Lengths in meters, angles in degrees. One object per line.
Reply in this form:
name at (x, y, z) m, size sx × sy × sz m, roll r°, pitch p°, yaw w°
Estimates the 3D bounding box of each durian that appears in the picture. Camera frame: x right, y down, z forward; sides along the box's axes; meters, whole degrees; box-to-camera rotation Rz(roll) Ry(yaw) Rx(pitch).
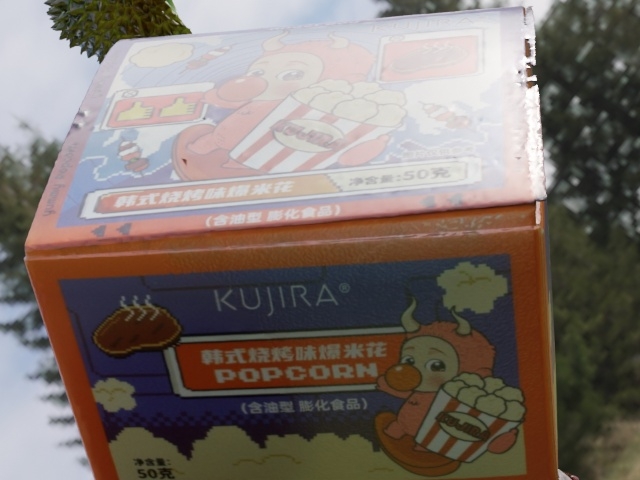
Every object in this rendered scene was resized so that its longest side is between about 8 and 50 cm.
durian at (-0.250, -0.312, 1.689) m, size 0.237 × 0.176 × 0.200 m, roll 71°, pitch -165°, yaw -59°

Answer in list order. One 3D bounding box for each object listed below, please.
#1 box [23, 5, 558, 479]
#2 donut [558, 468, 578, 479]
box at (0.000, 0.000, 1.074) m, size 0.318 × 0.349 × 0.257 m, roll -79°, pitch -17°, yaw -55°
donut at (0.144, 0.285, 1.159) m, size 0.230 × 0.216 × 0.096 m, roll -5°, pitch -50°, yaw -14°
